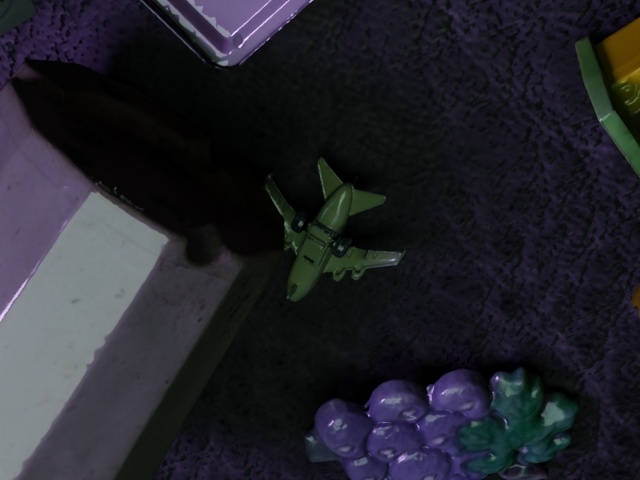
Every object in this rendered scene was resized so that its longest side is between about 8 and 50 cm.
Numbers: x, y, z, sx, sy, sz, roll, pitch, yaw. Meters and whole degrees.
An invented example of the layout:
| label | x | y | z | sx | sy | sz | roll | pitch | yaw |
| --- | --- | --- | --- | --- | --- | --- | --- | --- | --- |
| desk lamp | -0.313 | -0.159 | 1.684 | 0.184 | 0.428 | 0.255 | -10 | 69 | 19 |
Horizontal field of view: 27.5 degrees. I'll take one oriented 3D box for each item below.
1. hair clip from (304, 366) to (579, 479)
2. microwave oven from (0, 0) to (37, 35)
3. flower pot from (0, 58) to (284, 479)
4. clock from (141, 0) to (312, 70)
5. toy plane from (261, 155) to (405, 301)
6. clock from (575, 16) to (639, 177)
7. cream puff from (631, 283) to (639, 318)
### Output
| label | x | y | z | sx | sy | sz | roll | pitch | yaw |
| --- | --- | --- | --- | --- | --- | --- | --- | --- | --- |
| hair clip | 0.086 | 0.135 | 0.929 | 0.195 | 0.052 | 0.124 | -7 | 131 | 2 |
| microwave oven | -0.278 | -0.168 | 0.700 | 0.208 | 0.122 | 0.162 | 10 | 128 | 30 |
| flower pot | -0.166 | 0.043 | 0.795 | 0.290 | 0.290 | 0.259 | 31 | 108 | -12 |
| clock | -0.066 | -0.209 | 0.709 | 0.147 | 0.071 | 0.192 | -38 | 110 | 27 |
| toy plane | 0.000 | 0.000 | 0.851 | 0.102 | 0.040 | 0.111 | 33 | 121 | 9 |
| clock | 0.312 | -0.077 | 0.729 | 0.255 | 0.106 | 0.220 | -32 | 114 | 19 |
| cream puff | 0.248 | -0.030 | 0.591 | 0.281 | 0.185 | 0.282 | -13 | 119 | -24 |
